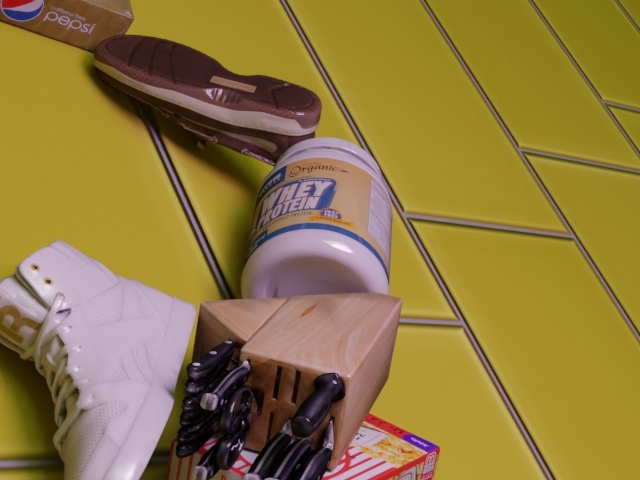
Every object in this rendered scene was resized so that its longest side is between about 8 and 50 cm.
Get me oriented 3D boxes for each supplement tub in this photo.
[{"bbox_3d":[0.000,0.000,1.357,0.144,0.144,0.199,29,34,-16],"label":"supplement tub"}]

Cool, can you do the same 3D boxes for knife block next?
[{"bbox_3d":[0.000,0.131,1.123,0.276,0.088,0.242,-1,21,-31],"label":"knife block"}]

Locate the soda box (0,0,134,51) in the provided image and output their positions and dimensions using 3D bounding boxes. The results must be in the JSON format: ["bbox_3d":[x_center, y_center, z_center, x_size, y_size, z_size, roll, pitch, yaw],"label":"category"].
[{"bbox_3d":[-0.296,-0.263,1.453,0.181,0.061,0.058,15,39,-33],"label":"soda box"}]

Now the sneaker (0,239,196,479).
[{"bbox_3d":[-0.204,0.107,1.071,0.169,0.108,0.292,30,24,-13],"label":"sneaker"}]

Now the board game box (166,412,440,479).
[{"bbox_3d":[-0.012,0.192,1.147,0.147,0.045,0.193,21,21,32],"label":"board game box"}]

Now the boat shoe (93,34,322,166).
[{"bbox_3d":[-0.129,-0.140,1.451,0.257,0.095,0.095,21,37,12],"label":"boat shoe"}]
